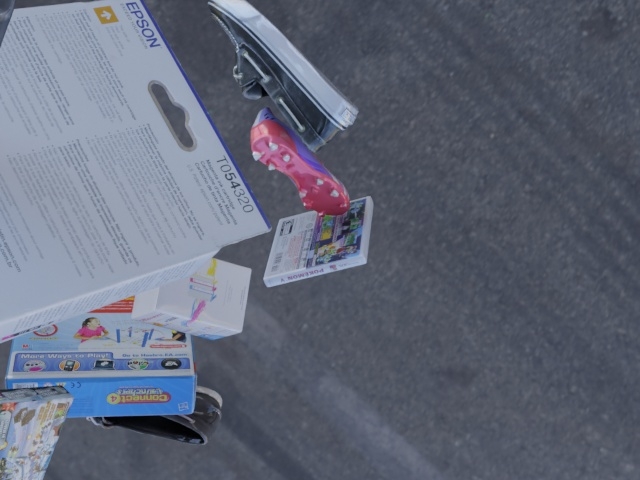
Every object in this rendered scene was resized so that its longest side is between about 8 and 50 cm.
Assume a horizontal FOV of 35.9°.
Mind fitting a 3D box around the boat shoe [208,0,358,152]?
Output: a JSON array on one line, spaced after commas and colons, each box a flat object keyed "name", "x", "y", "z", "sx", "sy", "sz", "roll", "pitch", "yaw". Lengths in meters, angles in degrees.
[{"name": "boat shoe", "x": -0.088, "y": -0.280, "z": 1.609, "sx": 0.119, "sy": 0.121, "sz": 0.335, "roll": -45, "pitch": 71, "yaw": 7}]

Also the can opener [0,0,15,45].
[{"name": "can opener", "x": -0.262, "y": -0.202, "z": 0.741, "sx": 0.076, "sy": 0.095, "sz": 0.283, "roll": 13, "pitch": 155, "yaw": -24}]

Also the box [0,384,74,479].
[{"name": "box", "x": -0.318, "y": 0.215, "z": 1.013, "sx": 0.027, "sy": 0.094, "sz": 0.137, "roll": 32, "pitch": 105, "yaw": 33}]

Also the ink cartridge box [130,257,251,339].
[{"name": "ink cartridge box", "x": -0.179, "y": 0.069, "z": 1.304, "sx": 0.143, "sy": 0.090, "sz": 0.092, "roll": 17, "pitch": 160, "yaw": -28}]

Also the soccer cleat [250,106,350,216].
[{"name": "soccer cleat", "x": -0.028, "y": -0.130, "z": 1.691, "sx": 0.083, "sy": 0.095, "sz": 0.248, "roll": -23, "pitch": 138, "yaw": 31}]

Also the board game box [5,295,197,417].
[{"name": "board game box", "x": -0.382, "y": 0.185, "z": 1.749, "sx": 0.308, "sy": 0.302, "sz": 0.086, "roll": 1, "pitch": 119, "yaw": -11}]

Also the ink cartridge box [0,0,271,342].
[{"name": "ink cartridge box", "x": -0.260, "y": -0.089, "z": 1.001, "sx": 0.071, "sy": 0.330, "sz": 0.324, "roll": -43, "pitch": 71, "yaw": 46}]

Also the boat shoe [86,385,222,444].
[{"name": "boat shoe", "x": -0.350, "y": 0.311, "z": 1.828, "sx": 0.335, "sy": 0.095, "sz": 0.112, "roll": 5, "pitch": 139, "yaw": 7}]

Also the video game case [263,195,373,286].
[{"name": "video game case", "x": 0.000, "y": 0.000, "z": 1.749, "sx": 0.183, "sy": 0.201, "sz": 0.023, "roll": -14, "pitch": 119, "yaw": 16}]
